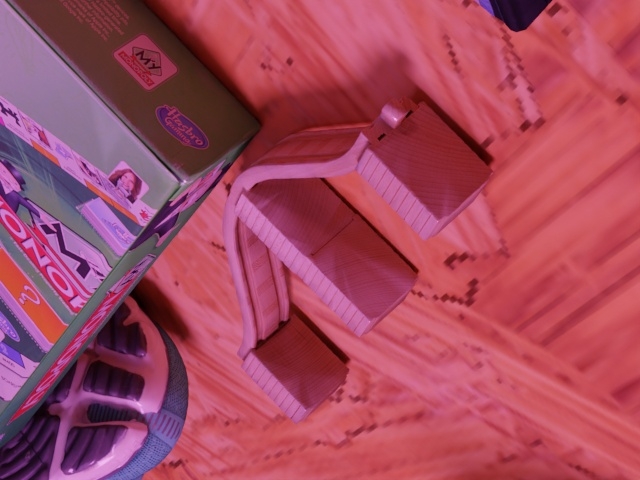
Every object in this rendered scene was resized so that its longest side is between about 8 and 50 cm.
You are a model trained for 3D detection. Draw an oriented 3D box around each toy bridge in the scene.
[{"bbox_3d":[0.000,0.000,0.618,0.063,0.026,0.188,45,154,8],"label":"toy bridge"}]

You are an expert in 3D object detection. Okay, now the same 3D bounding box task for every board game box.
[{"bbox_3d":[-0.187,-0.085,0.695,0.317,0.046,0.213,47,135,4],"label":"board game box"}]

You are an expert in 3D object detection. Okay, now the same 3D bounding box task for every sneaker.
[{"bbox_3d":[-0.122,0.081,0.874,0.110,0.107,0.275,26,159,-24],"label":"sneaker"}]

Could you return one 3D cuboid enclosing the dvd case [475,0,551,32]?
[{"bbox_3d":[-0.053,-0.142,0.393,0.253,0.022,0.180,42,-177,9],"label":"dvd case"}]
